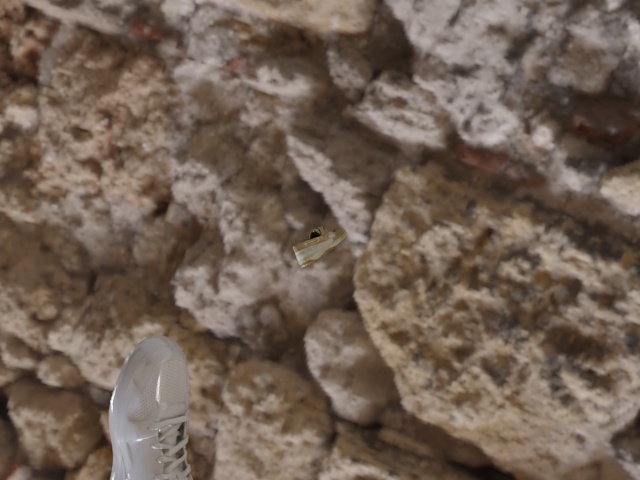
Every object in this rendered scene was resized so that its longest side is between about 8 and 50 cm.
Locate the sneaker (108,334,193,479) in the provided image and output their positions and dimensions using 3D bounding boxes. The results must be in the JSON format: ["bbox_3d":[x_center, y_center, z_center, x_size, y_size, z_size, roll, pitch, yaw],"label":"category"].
[{"bbox_3d":[-0.165,0.268,1.140,0.108,0.293,0.169,-9,-155,-43],"label":"sneaker"}]

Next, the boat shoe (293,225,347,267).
[{"bbox_3d":[0.000,0.000,1.676,0.045,0.050,0.135,58,-145,-4],"label":"boat shoe"}]
